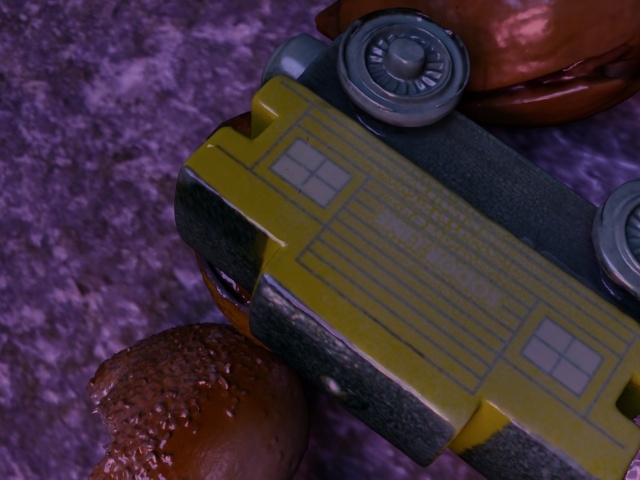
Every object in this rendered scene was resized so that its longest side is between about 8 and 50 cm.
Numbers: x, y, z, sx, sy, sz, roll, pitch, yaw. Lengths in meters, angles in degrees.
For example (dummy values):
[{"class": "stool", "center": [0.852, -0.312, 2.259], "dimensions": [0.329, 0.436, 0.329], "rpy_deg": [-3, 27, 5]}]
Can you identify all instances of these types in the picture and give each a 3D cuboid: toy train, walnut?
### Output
[{"class": "toy train", "center": [0.095, 0.017, 0.638], "dimensions": [0.442, 0.179, 0.272], "rpy_deg": [37, 67, 11]}, {"class": "walnut", "center": [0.146, -0.206, 0.756], "dimensions": [0.336, 0.209, 0.209], "rpy_deg": [6, 83, 27]}]

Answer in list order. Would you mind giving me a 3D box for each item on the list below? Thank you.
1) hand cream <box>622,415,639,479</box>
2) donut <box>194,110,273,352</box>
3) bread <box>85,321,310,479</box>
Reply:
[{"class": "hand cream", "center": [0.297, 0.173, 0.693], "dimensions": [0.084, 0.050, 0.257], "rpy_deg": [14, 89, 24]}, {"class": "donut", "center": [0.000, 0.000, 0.785], "dimensions": [0.271, 0.107, 0.272], "rpy_deg": [5, 56, -8]}, {"class": "bread", "center": [-0.109, 0.169, 0.749], "dimensions": [0.192, 0.314, 0.171], "rpy_deg": [-30, 105, 12]}]
